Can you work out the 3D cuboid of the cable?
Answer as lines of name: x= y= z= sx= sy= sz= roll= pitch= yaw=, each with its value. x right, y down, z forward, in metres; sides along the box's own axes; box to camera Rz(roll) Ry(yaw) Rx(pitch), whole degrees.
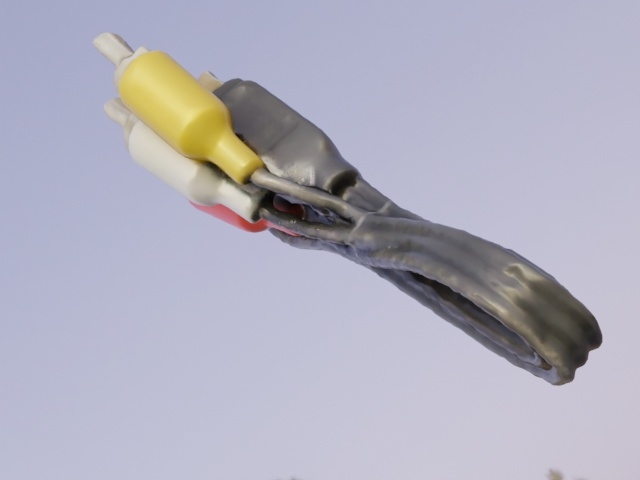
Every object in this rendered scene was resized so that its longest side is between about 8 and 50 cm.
cable: x=0.000 y=0.000 z=0.452 sx=0.072 sy=0.287 sz=0.139 roll=-41 pitch=-38 yaw=-11
